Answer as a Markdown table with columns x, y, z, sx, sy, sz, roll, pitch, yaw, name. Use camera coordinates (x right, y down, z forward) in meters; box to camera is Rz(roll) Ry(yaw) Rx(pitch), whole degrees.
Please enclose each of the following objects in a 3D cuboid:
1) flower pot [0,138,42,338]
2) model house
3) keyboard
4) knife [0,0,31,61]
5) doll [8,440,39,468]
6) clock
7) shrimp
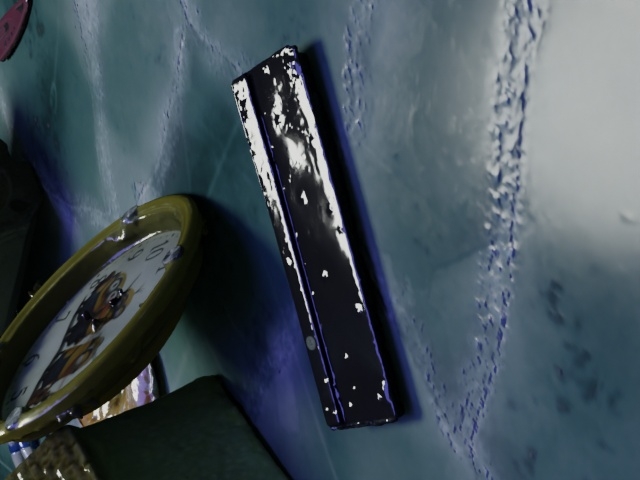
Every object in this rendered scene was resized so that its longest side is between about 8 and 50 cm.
| x | y | z | sx | sy | sz | roll | pitch | yaw | name |
| --- | --- | --- | --- | --- | --- | --- | --- | --- | --- |
| -0.410 | 0.028 | 1.214 | 0.290 | 0.290 | 0.259 | 57 | 131 | 32 | flower pot |
| -0.133 | 0.245 | 0.868 | 0.195 | 0.189 | 0.214 | 52 | 141 | 40 | model house |
| 0.001 | 0.000 | 0.709 | 0.072 | 0.023 | 0.231 | -21 | 83 | 53 | keyboard |
| -0.335 | -0.200 | 1.209 | 0.247 | 0.018 | 0.035 | -21 | 80 | 59 | knife |
| -0.367 | 0.175 | 1.375 | 0.227 | 0.057 | 0.114 | 66 | 156 | 1 | doll |
| -0.163 | 0.065 | 0.865 | 0.057 | 0.237 | 0.237 | 47 | 159 | -22 | clock |
| -0.209 | 0.098 | 1.086 | 0.251 | 0.052 | 0.143 | 43 | 126 | 34 | shrimp |
